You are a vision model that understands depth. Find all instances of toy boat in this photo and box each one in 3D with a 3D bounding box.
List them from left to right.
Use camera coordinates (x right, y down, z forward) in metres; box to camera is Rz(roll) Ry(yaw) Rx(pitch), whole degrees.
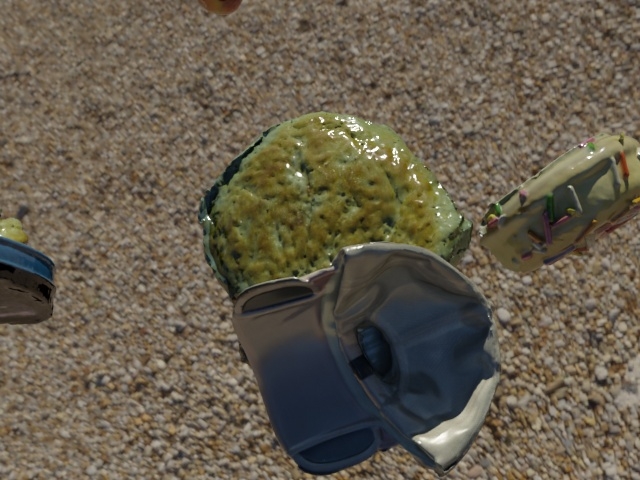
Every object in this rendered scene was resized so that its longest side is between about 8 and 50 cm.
[{"bbox_3d":[-0.323,0.016,0.771,0.100,0.223,0.097,-24,68,15],"label":"toy boat"}]

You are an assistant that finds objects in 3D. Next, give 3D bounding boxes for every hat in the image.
[{"bbox_3d":[0.039,0.111,0.810,0.164,0.219,0.226,-23,5,-40],"label":"hat"}]

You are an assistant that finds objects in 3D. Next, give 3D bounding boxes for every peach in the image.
[{"bbox_3d":[-0.203,-0.502,1.686,0.100,0.101,0.101,-11,56,18],"label":"peach"}]

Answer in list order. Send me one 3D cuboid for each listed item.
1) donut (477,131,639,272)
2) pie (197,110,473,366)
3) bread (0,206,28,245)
[{"bbox_3d":[0.464,-0.064,1.524,0.307,0.371,0.150,-40,75,23],"label":"donut"},{"bbox_3d":[0.016,-0.021,1.374,0.418,0.180,0.395,-28,65,10],"label":"pie"},{"bbox_3d":[-0.766,-0.023,1.502,0.395,0.264,0.239,44,114,4],"label":"bread"}]
